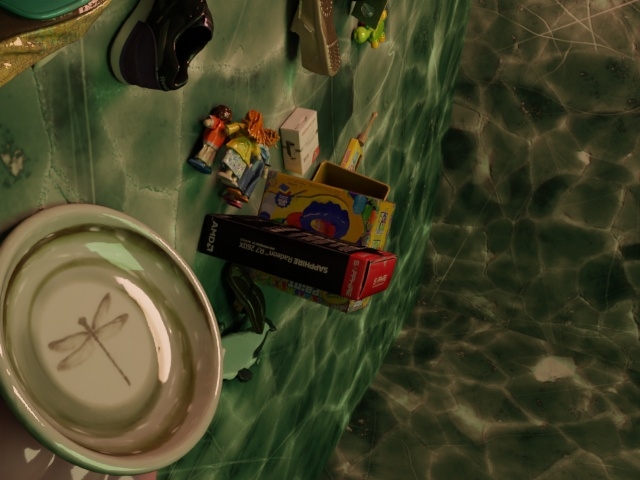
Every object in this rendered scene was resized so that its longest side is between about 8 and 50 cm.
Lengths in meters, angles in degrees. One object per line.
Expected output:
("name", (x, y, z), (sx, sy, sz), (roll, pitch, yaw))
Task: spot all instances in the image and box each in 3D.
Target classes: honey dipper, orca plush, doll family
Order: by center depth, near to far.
("doll family", (-0.146, -0.171, 1.242), (0.263, 0.118, 0.163), (56, 53, -65))
("orca plush", (-0.227, 0.267, 1.494), (0.151, 0.102, 0.287), (50, 32, -14))
("honey dipper", (0.158, -0.375, 2.038), (0.030, 0.030, 0.161), (82, 27, -50))

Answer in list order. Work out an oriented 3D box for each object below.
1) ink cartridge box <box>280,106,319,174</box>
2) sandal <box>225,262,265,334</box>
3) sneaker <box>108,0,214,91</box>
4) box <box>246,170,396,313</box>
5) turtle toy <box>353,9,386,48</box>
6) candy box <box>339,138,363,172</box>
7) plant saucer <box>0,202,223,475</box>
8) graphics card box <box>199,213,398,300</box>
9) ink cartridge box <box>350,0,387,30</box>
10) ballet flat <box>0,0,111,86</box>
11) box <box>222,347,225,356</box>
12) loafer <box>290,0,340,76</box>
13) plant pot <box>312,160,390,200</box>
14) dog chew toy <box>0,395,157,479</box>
("ink cartridge box", (-0.051, -0.249, 1.529), (0.135, 0.056, 0.099), (87, 28, -46))
("sandal", (-0.188, 0.140, 1.476), (0.090, 0.060, 0.219), (-78, 151, -42))
("sneaker", (-0.202, -0.353, 0.931), (0.107, 0.124, 0.283), (41, 67, -69))
("box", (0.000, 0.000, 1.525), (0.177, 0.289, 0.279), (0, 105, -70))
("turtle toy", (0.141, -0.601, 1.739), (0.130, 0.066, 0.095), (-53, 153, -43))
("candy box", (0.083, -0.215, 1.966), (0.206, 0.027, 0.105), (-67, 157, -16))
("plant saucer", (-0.314, 0.144, 0.891), (0.400, 0.100, 0.401), (40, 34, -35))
("graphics card box", (-0.043, 0.028, 1.314), (0.233, 0.370, 0.094), (-6, 111, -70))
("ink cartridge box", (0.136, -0.673, 1.538), (0.056, 0.171, 0.235), (13, 116, -30))
("ballet flat", (-0.357, -0.222, 0.672), (0.123, 0.123, 0.348), (88, 26, -43))
("box", (-0.294, 0.259, 1.106), (0.119, 0.180, 0.182), (-2, 108, -71))
("loafer", (-0.022, -0.499, 1.359), (0.102, 0.092, 0.269), (-45, 131, -60))
("plant pot", (0.058, -0.068, 1.784), (0.187, 0.212, 0.212), (97, 17, -65))
("dog chew toy", (-0.389, 0.327, 0.901), (0.207, 0.206, 0.332), (-64, 150, -23))
